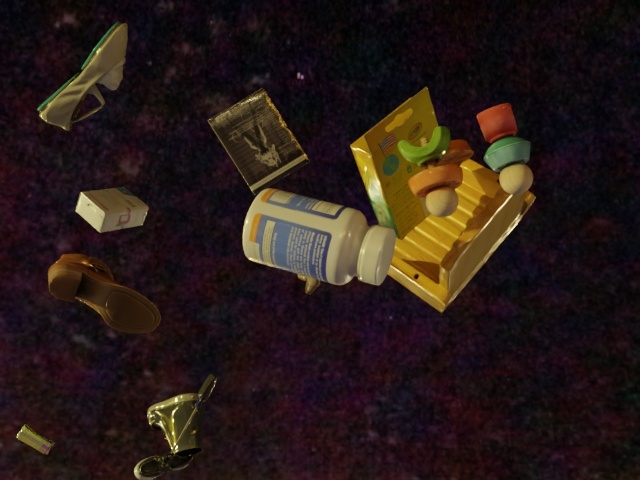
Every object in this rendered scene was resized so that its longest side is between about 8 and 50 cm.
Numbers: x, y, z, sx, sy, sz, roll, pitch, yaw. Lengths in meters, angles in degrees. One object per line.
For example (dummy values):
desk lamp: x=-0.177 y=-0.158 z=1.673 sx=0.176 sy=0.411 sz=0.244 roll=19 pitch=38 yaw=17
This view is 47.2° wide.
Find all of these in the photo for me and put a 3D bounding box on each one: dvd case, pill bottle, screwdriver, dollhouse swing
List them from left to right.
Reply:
screwdriver: x=-0.251 y=0.341 z=1.442 sx=0.024 sy=0.170 sz=0.025 roll=36 pitch=161 yaw=-18
dvd case: x=-0.153 y=-0.248 z=1.830 sx=0.164 sy=0.221 sz=0.018 roll=-32 pitch=177 yaw=-7
pill bottle: x=0.000 y=0.000 z=1.419 sx=0.272 sy=0.152 sz=0.152 roll=16 pitch=155 yaw=18
dollhouse swing: x=0.306 y=-0.058 z=1.749 sx=0.315 sy=0.347 sz=0.305 roll=36 pitch=170 yaw=34

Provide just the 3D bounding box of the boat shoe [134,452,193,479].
boat shoe: x=-0.351 y=0.501 z=1.647 sx=0.142 sy=0.049 sz=0.040 roll=-1 pitch=148 yaw=-47

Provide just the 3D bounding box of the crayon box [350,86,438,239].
crayon box: x=0.193 y=-0.184 z=1.700 sx=0.081 sy=0.202 sz=0.318 roll=33 pitch=155 yaw=44

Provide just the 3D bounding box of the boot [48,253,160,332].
boot: x=-0.533 y=0.123 z=1.814 sx=0.283 sy=0.109 sz=0.220 roll=19 pitch=-171 yaw=-18

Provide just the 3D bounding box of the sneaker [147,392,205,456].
sneaker: x=-0.311 y=0.404 z=1.547 sx=0.083 sy=0.118 sz=0.222 roll=9 pitch=153 yaw=-29

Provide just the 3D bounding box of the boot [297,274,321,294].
boot: x=-0.023 y=0.074 z=1.834 sx=0.042 sy=0.118 sz=0.087 roll=4 pitch=133 yaw=-24

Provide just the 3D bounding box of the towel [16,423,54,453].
towel: x=-0.474 y=0.331 z=1.218 sx=0.060 sy=0.009 sz=0.083 roll=35 pitch=143 yaw=-8

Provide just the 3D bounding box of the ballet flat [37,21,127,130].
ballet flat: x=-0.410 y=-0.288 z=1.326 sx=0.248 sy=0.086 sz=0.086 roll=-37 pitch=135 yaw=23

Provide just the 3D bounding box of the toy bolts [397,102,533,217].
toy bolts: x=0.291 y=-0.133 z=1.388 sx=0.228 sy=0.158 sz=0.218 roll=-20 pitch=166 yaw=20

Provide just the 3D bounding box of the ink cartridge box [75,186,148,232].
ink cartridge box: x=-0.450 y=-0.068 z=1.582 sx=0.122 sy=0.088 sz=0.052 roll=-13 pitch=135 yaw=-56
